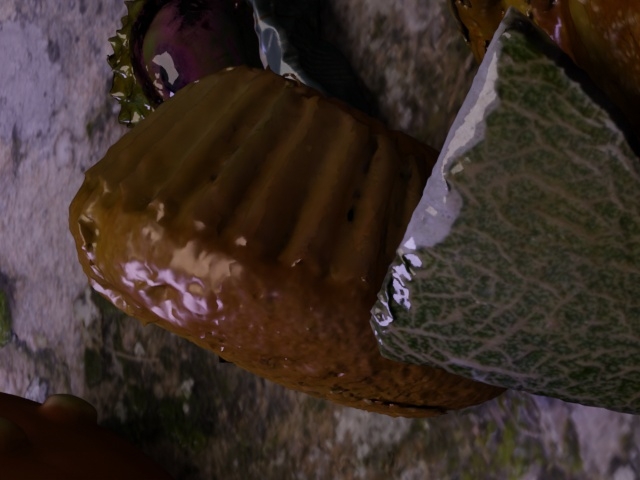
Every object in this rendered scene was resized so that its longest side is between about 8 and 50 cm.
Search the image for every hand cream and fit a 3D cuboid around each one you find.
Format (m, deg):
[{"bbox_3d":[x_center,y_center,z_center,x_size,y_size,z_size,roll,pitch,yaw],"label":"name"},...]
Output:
[{"bbox_3d":[-0.017,-0.155,0.942,0.052,0.075,0.247,-30,66,44],"label":"hand cream"}]

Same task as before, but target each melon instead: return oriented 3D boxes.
[{"bbox_3d":[0.083,0.009,0.652,0.139,0.202,0.093,-32,19,6],"label":"melon"}]

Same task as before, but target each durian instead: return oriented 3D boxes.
[{"bbox_3d":[-0.087,-0.102,0.979,0.119,0.108,0.186,-35,49,49],"label":"durian"}]

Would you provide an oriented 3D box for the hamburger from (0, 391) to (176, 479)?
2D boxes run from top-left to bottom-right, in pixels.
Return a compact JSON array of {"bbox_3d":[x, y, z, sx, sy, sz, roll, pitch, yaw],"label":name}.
[{"bbox_3d":[-0.258,0.236,0.995,0.396,0.396,0.277,34,116,50],"label":"hamburger"}]

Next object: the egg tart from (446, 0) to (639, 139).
[{"bbox_3d":[0.143,-0.114,0.642,0.297,0.132,0.297,61,171,16],"label":"egg tart"}]

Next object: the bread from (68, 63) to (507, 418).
[{"bbox_3d":[-0.002,0.003,0.778,0.240,0.240,0.139,23,91,52],"label":"bread"}]

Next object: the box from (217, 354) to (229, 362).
[{"bbox_3d":[-0.035,0.005,0.994,0.133,0.023,0.090,-47,53,42],"label":"box"}]
